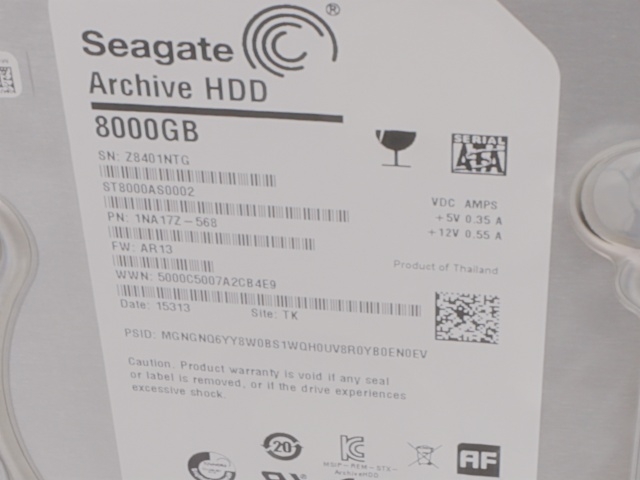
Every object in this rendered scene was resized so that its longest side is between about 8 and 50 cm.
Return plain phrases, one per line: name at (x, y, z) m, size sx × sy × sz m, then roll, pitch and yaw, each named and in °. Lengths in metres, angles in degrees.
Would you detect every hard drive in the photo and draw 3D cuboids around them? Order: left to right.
hard drive at (0.000, 0.000, 0.488) m, size 0.237 × 0.339 × 0.064 m, roll 4°, pitch -144°, yaw 8°
